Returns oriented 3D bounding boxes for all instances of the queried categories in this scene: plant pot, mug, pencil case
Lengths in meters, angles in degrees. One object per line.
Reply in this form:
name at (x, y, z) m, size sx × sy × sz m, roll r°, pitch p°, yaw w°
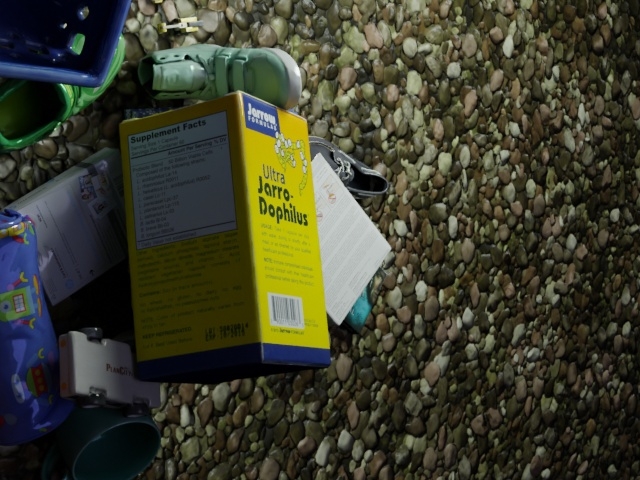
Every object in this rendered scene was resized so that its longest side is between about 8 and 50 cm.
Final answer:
plant pot at (-0.371, -0.332, 1.535) m, size 0.236 × 0.212 × 0.236 m, roll 4°, pitch 111°, yaw -43°
mug at (-0.308, 0.264, 1.764) m, size 0.157 × 0.097 × 0.129 m, roll -12°, pitch 134°, yaw -30°
pencil case at (-0.397, 0.107, 1.647) m, size 0.133 × 0.119 × 0.306 m, roll -19°, pitch 109°, yaw -25°

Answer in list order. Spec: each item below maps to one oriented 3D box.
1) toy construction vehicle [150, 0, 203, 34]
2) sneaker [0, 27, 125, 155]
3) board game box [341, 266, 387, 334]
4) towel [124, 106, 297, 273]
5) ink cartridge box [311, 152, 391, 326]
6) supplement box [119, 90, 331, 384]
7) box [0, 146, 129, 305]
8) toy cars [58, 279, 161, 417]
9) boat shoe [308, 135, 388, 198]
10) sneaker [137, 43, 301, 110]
toy construction vehicle at (-0.202, -0.344, 1.888) m, size 0.098 × 0.035 × 0.086 m, roll -13°, pitch 103°, yaw -46°
sneaker at (-0.346, -0.189, 1.677) m, size 0.295 × 0.123 × 0.109 m, roll -45°, pitch 124°, yaw -36°
board game box at (0.034, 0.059, 2.188) m, size 0.186 × 0.026 × 0.126 m, roll 44°, pitch 62°, yaw -40°
towel at (-0.161, -0.084, 1.964) m, size 0.336 × 0.040 × 0.243 m, roll -7°, pitch 100°, yaw -45°
ink cartridge box at (0.000, 0.000, 2.097) m, size 0.225 × 0.056 × 0.181 m, roll 50°, pitch 59°, yaw -25°
supplement box at (-0.128, 0.005, 1.751) m, size 0.195 × 0.194 × 0.357 m, roll 14°, pitch 68°, yaw -62°
box at (-0.327, -0.020, 1.759) m, size 0.186 × 0.038 × 0.145 m, roll -37°, pitch 119°, yaw -32°
toy cars at (-0.259, 0.127, 1.763) m, size 0.176 × 0.087 × 0.394 m, roll 67°, pitch 27°, yaw -20°
boat shoe at (0.036, -0.122, 2.146) m, size 0.206 × 0.065 × 0.075 m, roll 26°, pitch 74°, yaw -46°
sneaker at (-0.148, -0.218, 1.804) m, size 0.151 × 0.256 × 0.094 m, roll -16°, pitch 112°, yaw -38°
